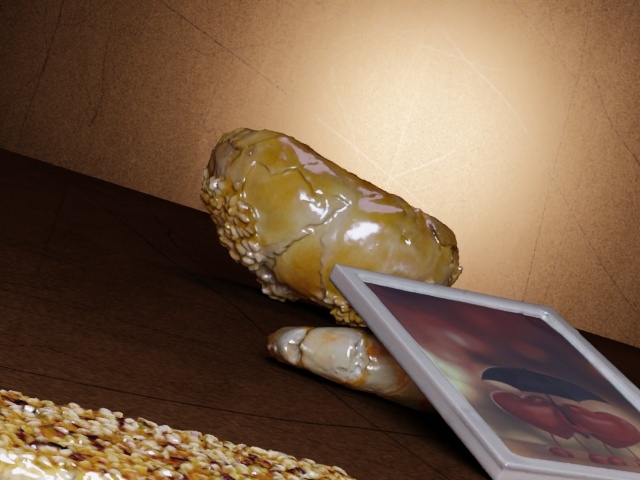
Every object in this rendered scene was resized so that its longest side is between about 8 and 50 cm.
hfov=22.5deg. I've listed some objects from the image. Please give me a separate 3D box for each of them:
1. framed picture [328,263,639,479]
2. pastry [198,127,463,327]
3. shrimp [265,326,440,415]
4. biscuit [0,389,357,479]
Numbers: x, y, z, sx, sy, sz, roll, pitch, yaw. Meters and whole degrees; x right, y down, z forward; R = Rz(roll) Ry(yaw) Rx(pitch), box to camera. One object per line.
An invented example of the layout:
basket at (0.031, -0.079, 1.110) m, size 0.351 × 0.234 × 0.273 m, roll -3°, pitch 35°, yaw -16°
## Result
framed picture at (0.151, 0.103, 1.166) m, size 0.211 × 0.020 × 0.289 m, roll 12°, pitch 19°, yaw -28°
pastry at (0.000, 0.000, 1.790) m, size 0.311 × 0.162 × 0.255 m, roll 28°, pitch -7°, yaw 5°
shrimp at (0.102, 0.109, 1.272) m, size 0.294 × 0.062 × 0.154 m, roll 16°, pitch -3°, yaw -3°
biscuit at (-0.066, 0.099, 0.684) m, size 0.231 × 0.025 × 0.131 m, roll 16°, pitch 3°, yaw -23°
